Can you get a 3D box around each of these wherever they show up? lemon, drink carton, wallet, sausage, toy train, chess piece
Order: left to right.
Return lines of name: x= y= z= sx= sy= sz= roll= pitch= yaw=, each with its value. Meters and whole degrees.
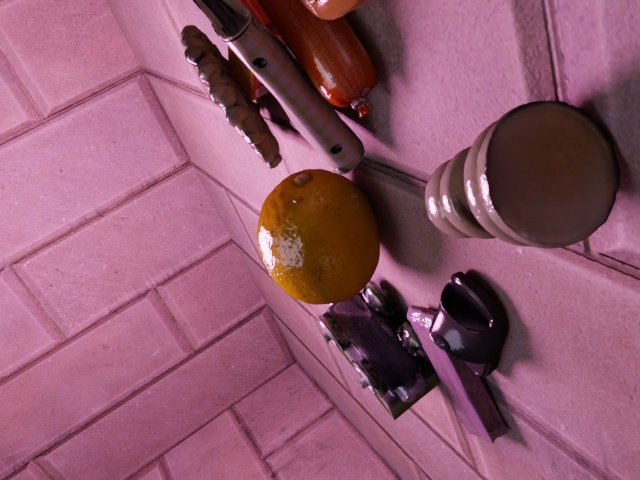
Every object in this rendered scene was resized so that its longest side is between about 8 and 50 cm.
drink carton: x=-0.116 y=-0.355 z=1.057 sx=0.096 sy=0.071 sz=0.223 roll=56 pitch=165 yaw=9
wallet: x=-0.064 y=-0.247 z=0.890 sx=0.309 sy=0.077 sz=0.223 roll=42 pitch=-168 yaw=-48
sausage: x=-0.017 y=-0.305 z=0.810 sx=0.312 sy=0.093 sz=0.093 roll=56 pitch=165 yaw=1
lemon: x=-0.001 y=-0.003 z=1.100 sx=0.263 sy=0.236 sz=0.236 roll=53 pitch=168 yaw=-20
toy train: x=0.128 y=0.236 z=1.316 sx=0.307 sy=0.173 sz=0.249 roll=49 pitch=172 yaw=28
chess piece: x=0.187 y=-0.055 z=0.634 sx=0.133 sy=0.133 sz=0.243 roll=58 pitch=172 yaw=-3

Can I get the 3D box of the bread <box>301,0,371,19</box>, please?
bread: x=0.027 y=-0.322 z=0.605 sx=0.140 sy=0.106 sz=0.236 roll=60 pitch=164 yaw=-3

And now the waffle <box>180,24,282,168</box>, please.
waffle: x=-0.178 y=-0.295 z=1.213 sx=0.309 sy=0.056 sz=0.292 roll=52 pitch=-172 yaw=-44

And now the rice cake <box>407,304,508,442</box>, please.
rice cake: x=0.263 y=0.255 z=1.126 sx=0.298 sy=0.050 sz=0.106 roll=61 pitch=166 yaw=-13

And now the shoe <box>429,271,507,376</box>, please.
shoe: x=0.231 y=0.159 z=0.954 sx=0.108 sy=0.093 sz=0.241 roll=47 pitch=163 yaw=39
